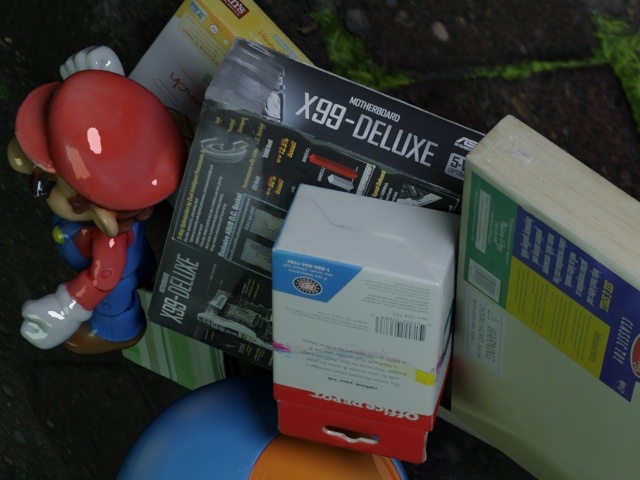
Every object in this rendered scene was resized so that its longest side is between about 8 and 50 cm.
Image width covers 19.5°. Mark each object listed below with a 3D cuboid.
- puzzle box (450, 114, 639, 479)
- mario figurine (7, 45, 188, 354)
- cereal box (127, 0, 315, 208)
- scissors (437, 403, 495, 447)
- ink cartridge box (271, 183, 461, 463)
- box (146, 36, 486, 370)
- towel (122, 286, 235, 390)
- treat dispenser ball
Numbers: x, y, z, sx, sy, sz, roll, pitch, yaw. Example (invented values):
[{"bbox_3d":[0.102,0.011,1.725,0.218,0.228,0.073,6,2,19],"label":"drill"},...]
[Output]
[{"bbox_3d":[0.221,0.104,1.401,0.272,0.052,0.409,38,157,21],"label":"puzzle box"},{"bbox_3d":[-0.214,-0.036,1.603,0.198,0.170,0.320,57,159,26],"label":"mario figurine"},{"bbox_3d":[-0.086,-0.104,1.614,0.173,0.047,0.240,46,143,0],"label":"cereal box"},{"bbox_3d":[0.056,0.119,1.700,0.297,0.021,0.109,20,134,33],"label":"scissors"},{"bbox_3d":[0.035,0.071,1.480,0.134,0.078,0.231,12,139,9],"label":"ink cartridge box"},{"bbox_3d":[0.000,0.000,1.541,0.242,0.076,0.307,22,140,2],"label":"box"},{"bbox_3d":[-0.149,0.097,1.887,0.152,0.023,0.113,23,135,32],"label":"towel"},{"bbox_3d":[-0.054,0.267,1.722,0.288,0.288,0.288,26,139,26],"label":"treat dispenser ball"}]
